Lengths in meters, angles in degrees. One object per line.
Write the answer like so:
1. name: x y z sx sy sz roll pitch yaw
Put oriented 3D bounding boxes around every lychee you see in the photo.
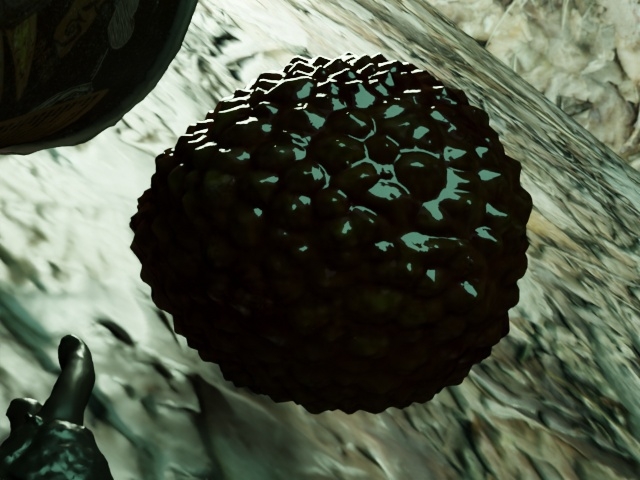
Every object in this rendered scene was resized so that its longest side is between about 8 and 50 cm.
1. lychee: 0.000 0.000 0.588 0.188 0.188 0.188 34 20 -14

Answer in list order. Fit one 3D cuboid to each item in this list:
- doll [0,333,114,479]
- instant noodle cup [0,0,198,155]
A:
1. doll: -0.112 0.089 0.351 0.139 0.057 0.165 22 33 -44
2. instant noodle cup: -0.181 -0.114 0.472 0.217 0.217 0.207 39 25 1
